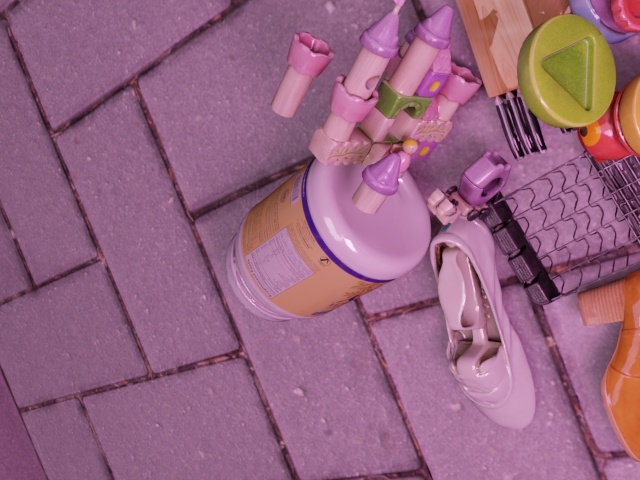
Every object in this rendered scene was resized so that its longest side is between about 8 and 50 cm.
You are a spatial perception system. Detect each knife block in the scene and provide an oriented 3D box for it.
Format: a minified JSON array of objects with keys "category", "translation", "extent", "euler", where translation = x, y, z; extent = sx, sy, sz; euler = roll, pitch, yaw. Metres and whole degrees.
[{"category":"knife block","translation":[0.284,-0.270,0.990],"extent":[0.276,0.088,0.242],"euler":[31,117,20]}]

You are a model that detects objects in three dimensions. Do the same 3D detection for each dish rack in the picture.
[{"category":"dish rack","translation":[0.401,-0.030,0.999],"extent":[0.272,0.074,0.208],"euler":[-32,87,32]}]

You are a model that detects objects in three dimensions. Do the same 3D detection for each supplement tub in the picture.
[{"category":"supplement tub","translation":[0.000,0.000,1.132],"extent":[0.331,0.241,0.241],"euler":[-33,85,47]}]

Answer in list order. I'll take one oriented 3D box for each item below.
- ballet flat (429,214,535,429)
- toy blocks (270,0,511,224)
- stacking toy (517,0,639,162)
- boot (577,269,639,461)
[{"category":"ballet flat","translation":[0.259,0.155,1.100],"extent":[0.139,0.139,0.400],"euler":[-10,98,33]},{"category":"toy blocks","translation":[0.143,-0.217,0.943],"extent":[0.309,0.289,0.260],"euler":[53,131,28]},{"category":"stacking toy","translation":[0.337,-0.253,0.834],"extent":[0.130,0.280,0.308],"euler":[175,96,-66]},{"category":"boot","translation":[0.527,0.183,0.960],"extent":[0.211,0.104,0.295],"euler":[-17,91,34]}]
